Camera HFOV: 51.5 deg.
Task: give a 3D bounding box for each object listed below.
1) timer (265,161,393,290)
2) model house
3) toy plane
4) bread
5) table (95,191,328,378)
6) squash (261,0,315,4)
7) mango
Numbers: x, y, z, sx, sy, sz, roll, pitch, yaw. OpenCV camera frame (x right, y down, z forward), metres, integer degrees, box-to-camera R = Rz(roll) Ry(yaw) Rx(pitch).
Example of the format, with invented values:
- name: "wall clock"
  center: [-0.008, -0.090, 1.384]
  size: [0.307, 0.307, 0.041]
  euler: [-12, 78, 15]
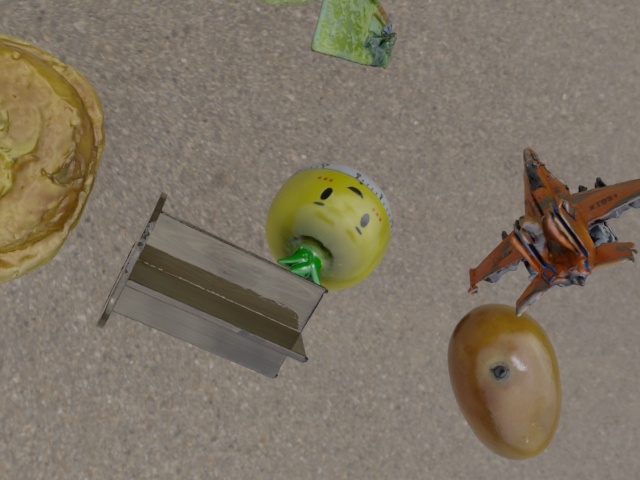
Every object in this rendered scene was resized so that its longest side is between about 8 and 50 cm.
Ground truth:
- name: "timer"
  center: [0.000, 0.000, 1.343]
  size: [0.285, 0.285, 0.285]
  euler: [-9, 111, -24]
- name: "model house"
  center: [0.088, -0.488, 1.336]
  size: [0.170, 0.194, 0.211]
  euler: [16, 123, 2]
- name: "toy plane"
  center: [0.158, -0.018, 0.449]
  size: [0.135, 0.188, 0.062]
  euler: [-31, 101, 23]
- name: "bread"
  center: [-0.309, -0.079, 0.610]
  size: [0.198, 0.120, 0.236]
  euler: [19, 81, -13]
- name: "table"
  center: [-0.119, 0.067, 0.777]
  size: [0.226, 0.167, 0.167]
  euler: [26, 94, -16]
- name: "squash"
  center: [-0.043, -0.460, 0.998]
  size: [0.252, 0.049, 0.252]
  euler: [-9, 149, -6]
- name: "mango"
  center: [0.250, 0.200, 0.886]
  size: [0.139, 0.175, 0.254]
  euler: [-11, 127, 17]
